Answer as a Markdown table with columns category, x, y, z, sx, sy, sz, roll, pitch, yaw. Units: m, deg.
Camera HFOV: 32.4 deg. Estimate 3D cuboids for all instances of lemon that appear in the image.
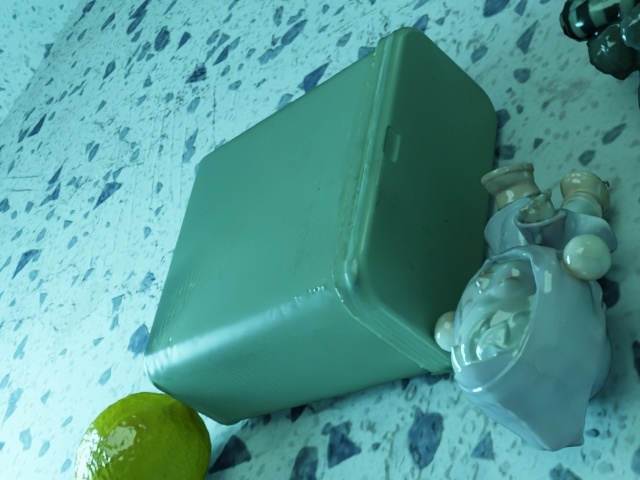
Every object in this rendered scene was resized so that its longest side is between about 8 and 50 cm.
| category | x | y | z | sx | sy | sz | roll | pitch | yaw |
| --- | --- | --- | --- | --- | --- | --- | --- | --- | --- |
| lemon | -0.203 | 0.249 | 1.229 | 0.187 | 0.142 | 0.142 | -52 | 32 | 11 |

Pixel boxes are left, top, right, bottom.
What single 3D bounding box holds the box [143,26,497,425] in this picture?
| category | x | y | z | sx | sy | sz | roll | pitch | yaw |
| --- | --- | --- | --- | --- | --- | --- | --- | --- | --- |
| box | 0.000 | 0.000 | 1.192 | 0.344 | 0.177 | 0.352 | -25 | 41 | 40 |

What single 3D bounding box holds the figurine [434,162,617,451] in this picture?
| category | x | y | z | sx | sy | sz | roll | pitch | yaw |
| --- | --- | --- | --- | --- | --- | --- | --- | --- | --- |
| figurine | 0.187 | 0.046 | 0.949 | 0.200 | 0.133 | 0.276 | -35 | 29 | 46 |

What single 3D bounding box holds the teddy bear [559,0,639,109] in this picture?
| category | x | y | z | sx | sy | sz | roll | pitch | yaw |
| --- | --- | --- | --- | --- | --- | --- | --- | --- | --- |
| teddy bear | 0.307 | -0.182 | 0.994 | 0.144 | 0.171 | 0.251 | -63 | 31 | 29 |
